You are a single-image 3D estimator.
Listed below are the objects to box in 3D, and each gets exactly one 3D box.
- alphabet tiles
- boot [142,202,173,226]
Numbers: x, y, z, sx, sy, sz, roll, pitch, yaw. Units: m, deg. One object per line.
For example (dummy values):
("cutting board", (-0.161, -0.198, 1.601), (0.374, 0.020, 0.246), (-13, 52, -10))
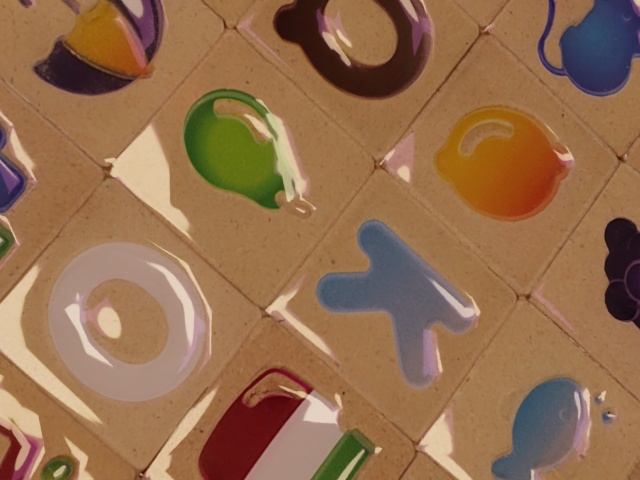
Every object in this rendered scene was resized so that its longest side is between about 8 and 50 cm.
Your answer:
("alphabet tiles", (0.000, 0.000, 0.527), (0.342, 0.011, 0.285), (42, 64, -10))
("boot", (-0.051, -0.047, 0.546), (0.121, 0.045, 0.099), (-17, 74, -14))
